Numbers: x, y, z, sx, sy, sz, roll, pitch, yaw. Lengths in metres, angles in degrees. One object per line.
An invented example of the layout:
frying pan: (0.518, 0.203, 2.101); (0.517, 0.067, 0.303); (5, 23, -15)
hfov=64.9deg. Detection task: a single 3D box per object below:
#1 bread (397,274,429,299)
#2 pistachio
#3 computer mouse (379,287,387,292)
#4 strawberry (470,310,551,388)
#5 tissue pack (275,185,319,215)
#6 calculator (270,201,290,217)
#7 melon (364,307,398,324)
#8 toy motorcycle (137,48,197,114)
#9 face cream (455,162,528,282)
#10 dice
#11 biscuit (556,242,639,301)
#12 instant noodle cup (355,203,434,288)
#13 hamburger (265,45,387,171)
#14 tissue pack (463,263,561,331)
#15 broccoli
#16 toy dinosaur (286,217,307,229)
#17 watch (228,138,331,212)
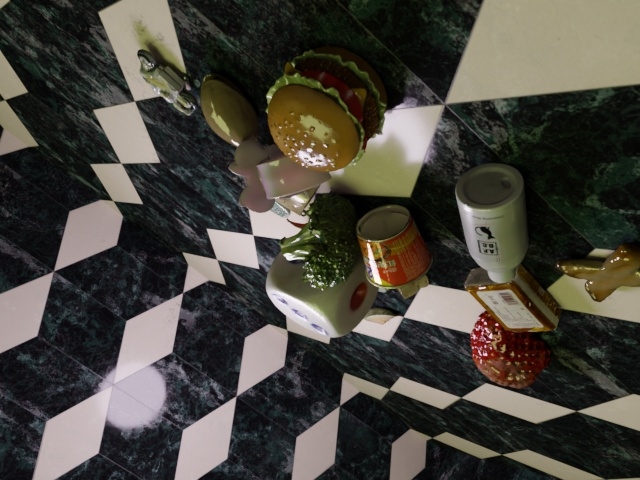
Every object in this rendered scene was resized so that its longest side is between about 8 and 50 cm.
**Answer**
bread: (0.293, 0.120, 1.763); (0.152, 0.105, 0.077); (55, 175, 42)
pistachio: (-0.262, -0.364, 1.426); (0.136, 0.135, 0.225); (7, 139, 44)
computer mouse: (0.215, 0.172, 1.943); (0.111, 0.032, 0.055); (9, 149, 24)
strawberry: (0.616, 0.378, 1.699); (0.265, 0.149, 0.336); (12, 147, 41)
tissue pack: (-0.114, -0.181, 1.611); (0.196, 0.092, 0.148); (34, 157, -1)
calculator: (-0.178, -0.134, 1.861); (0.153, 0.021, 0.095); (38, 155, -12)
melon: (0.259, 0.320, 2.144); (0.098, 0.054, 0.182); (28, 157, -3)
toy motorcycle: (-0.471, -0.474, 1.524); (0.229, 0.074, 0.151); (43, 157, -25)
face cream: (0.427, -0.007, 1.213); (0.146, 0.145, 0.369); (14, 149, 36)
dice: (0.014, 0.151, 1.804); (0.305, 0.304, 0.276); (20, 151, 33)
biscuit: (0.683, 0.076, 1.175); (0.164, 0.047, 0.208); (37, 156, -10)
instant noodle cup: (0.206, 0.008, 1.465); (0.213, 0.213, 0.174); (11, 138, 40)
hamburger: (0.003, -0.278, 1.140); (0.275, 0.212, 0.274); (27, 155, 14)
tissue pack: (0.554, 0.171, 1.456); (0.226, 0.091, 0.183); (41, 155, -20)
broccoli: (0.018, 0.007, 1.540); (0.235, 0.288, 0.260); (38, 134, -4)
toy dinosaur: (0.022, -0.044, 1.680); (0.280, 0.101, 0.055); (7, -179, -8)
watch: (-0.105, -0.197, 1.395); (0.218, 0.249, 0.210); (7, 115, 63)
